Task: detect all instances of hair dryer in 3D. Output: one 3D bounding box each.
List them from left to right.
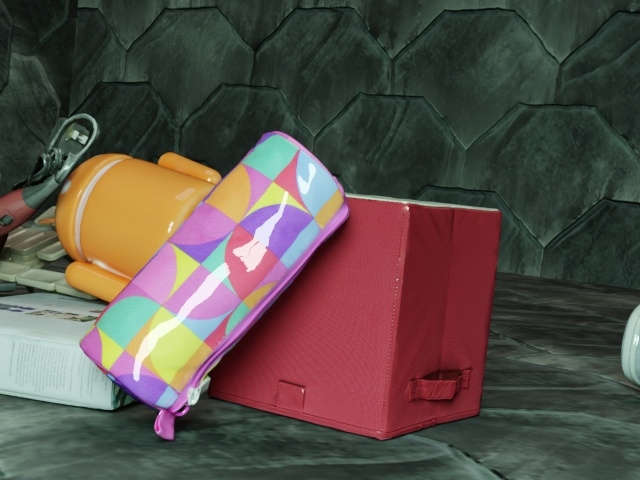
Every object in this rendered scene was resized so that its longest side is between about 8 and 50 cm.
[{"bbox_3d":[-0.345,-0.026,1.112,0.080,0.293,0.223,39,-4,-14],"label":"hair dryer"}]

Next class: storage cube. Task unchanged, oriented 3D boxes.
[{"bbox_3d":[0.031,0.054,0.976,0.215,0.193,0.184,9,5,34],"label":"storage cube"}]

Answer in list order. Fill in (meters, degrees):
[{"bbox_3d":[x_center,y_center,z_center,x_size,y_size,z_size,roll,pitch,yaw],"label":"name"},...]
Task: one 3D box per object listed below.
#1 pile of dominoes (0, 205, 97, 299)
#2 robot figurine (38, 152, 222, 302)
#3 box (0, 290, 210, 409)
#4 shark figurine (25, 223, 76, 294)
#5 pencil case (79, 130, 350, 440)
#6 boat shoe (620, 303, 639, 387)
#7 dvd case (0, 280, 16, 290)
[{"bbox_3d":[-0.282,0.021,1.244,0.251,0.040,0.196,10,26,32],"label":"pile of dominoes"},{"bbox_3d":[-0.177,-0.014,1.098,0.219,0.158,0.128,19,3,25],"label":"robot figurine"},{"bbox_3d":[-0.221,0.095,1.037,0.232,0.058,0.322,7,4,18],"label":"box"},{"bbox_3d":[-0.347,0.013,1.398,0.278,0.166,0.116,6,13,32],"label":"shark figurine"},{"bbox_3d":[-0.075,0.030,0.827,0.104,0.236,0.104,37,-9,7],"label":"pencil case"},{"bbox_3d":[0.464,0.125,1.207,0.320,0.118,0.103,12,-5,-32],"label":"boat shoe"},{"bbox_3d":[-0.504,0.059,1.533,0.119,0.013,0.087,6,3,30],"label":"dvd case"}]
